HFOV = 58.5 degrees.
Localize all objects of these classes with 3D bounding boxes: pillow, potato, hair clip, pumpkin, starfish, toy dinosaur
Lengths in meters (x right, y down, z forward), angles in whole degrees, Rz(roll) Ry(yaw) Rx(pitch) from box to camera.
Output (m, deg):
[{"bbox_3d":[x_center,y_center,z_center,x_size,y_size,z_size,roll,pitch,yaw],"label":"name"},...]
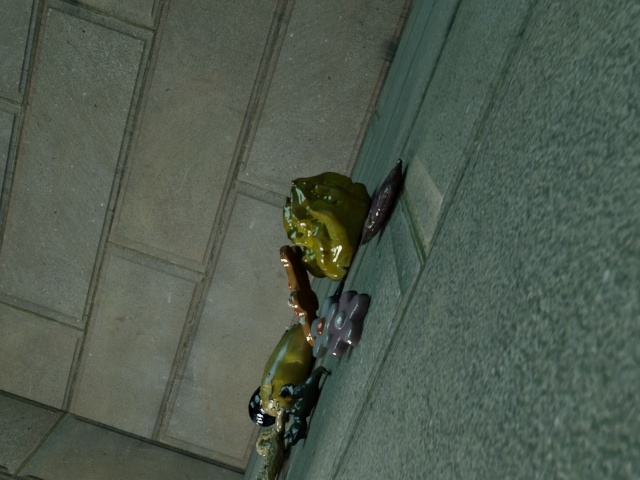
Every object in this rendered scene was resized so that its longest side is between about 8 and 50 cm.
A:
[{"bbox_3d":[0.136,-0.079,1.246,0.118,0.043,0.185,-64,-1,-47],"label":"pillow"},{"bbox_3d":[-0.102,0.403,1.804,0.173,0.140,0.301,134,159,-75],"label":"potato"},{"bbox_3d":[0.039,0.177,1.190,0.257,0.075,0.146,131,163,-73],"label":"hair clip"},{"bbox_3d":[-0.167,0.558,1.994,0.194,0.149,0.194,17,-90,-89],"label":"pumpkin"},{"bbox_3d":[-0.162,0.674,1.699,0.432,0.082,0.324,119,168,-49],"label":"starfish"},{"bbox_3d":[-0.017,0.393,1.362,0.178,0.087,0.187,-9,73,47],"label":"toy dinosaur"}]

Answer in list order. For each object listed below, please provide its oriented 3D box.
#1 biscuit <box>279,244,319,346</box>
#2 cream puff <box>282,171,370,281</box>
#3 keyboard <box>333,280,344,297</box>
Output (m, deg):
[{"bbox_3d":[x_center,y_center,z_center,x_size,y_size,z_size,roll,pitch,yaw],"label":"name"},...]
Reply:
[{"bbox_3d":[-0.059,0.169,1.743,0.205,0.049,0.324,9,-119,-74],"label":"biscuit"},{"bbox_3d":[0.001,-0.051,1.743,0.324,0.257,0.291,114,179,-68],"label":"cream puff"},{"bbox_3d":[0.039,0.191,1.760,0.204,0.013,0.061,112,177,-60],"label":"keyboard"}]
